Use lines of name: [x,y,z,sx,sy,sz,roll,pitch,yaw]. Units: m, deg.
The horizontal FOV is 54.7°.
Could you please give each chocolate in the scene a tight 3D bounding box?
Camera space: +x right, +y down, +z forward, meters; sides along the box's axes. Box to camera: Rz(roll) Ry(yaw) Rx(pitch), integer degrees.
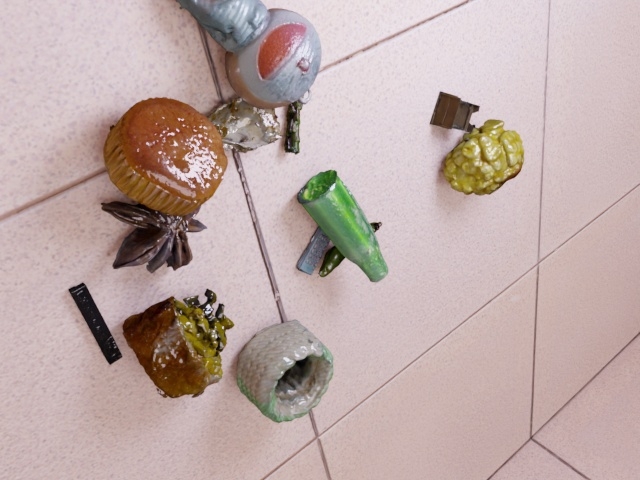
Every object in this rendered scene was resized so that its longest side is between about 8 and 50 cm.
chocolate: [0.065,-0.020,1.392,0.110,0.110,0.291,-45,121,-14]

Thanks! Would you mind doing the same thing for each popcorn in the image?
popcorn: [0.421,-0.211,1.594,0.169,0.218,0.189,50,55,-7]

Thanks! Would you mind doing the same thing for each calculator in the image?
calculator: [0.000,0.000,1.449,0.057,0.018,0.172,27,92,-47]

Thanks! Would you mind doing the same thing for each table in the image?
table: [0.333,-0.312,1.523,0.070,0.082,0.083,2,111,-42]

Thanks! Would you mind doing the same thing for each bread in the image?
bread: [-0.251,-0.142,1.029,0.199,0.104,0.199,14,66,-35]

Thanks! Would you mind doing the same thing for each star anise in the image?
star anise: [-0.293,-0.030,1.131,0.229,0.093,0.236,-44,138,-22]

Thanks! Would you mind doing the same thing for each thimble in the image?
thimble: [-0.083,0.300,1.443,0.218,0.150,0.219,-20,125,-32]

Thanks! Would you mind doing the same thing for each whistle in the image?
whistle: [-0.119,-0.355,1.056,0.348,0.189,0.189,42,83,-34]

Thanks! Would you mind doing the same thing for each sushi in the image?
sushi: [-0.268,0.202,1.234,0.179,0.167,0.296,-26,124,0]

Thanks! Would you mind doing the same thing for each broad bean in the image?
broad bean: [0.064,0.013,1.487,0.195,0.061,0.046,-39,102,-3]

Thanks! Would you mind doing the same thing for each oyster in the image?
oyster: [-0.153,-0.214,1.171,0.177,0.056,0.106,-34,115,-29]

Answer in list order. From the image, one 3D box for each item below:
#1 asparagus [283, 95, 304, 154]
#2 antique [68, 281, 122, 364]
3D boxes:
asparagus: [-0.052,-0.255,1.250,0.030,0.036,0.165,-15,121,-44]
antique: [-0.421,0.159,1.166,0.031,0.015,0.192,-32,130,-25]
